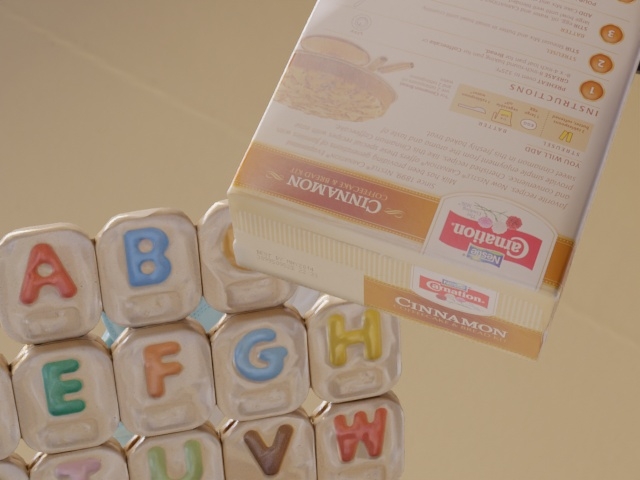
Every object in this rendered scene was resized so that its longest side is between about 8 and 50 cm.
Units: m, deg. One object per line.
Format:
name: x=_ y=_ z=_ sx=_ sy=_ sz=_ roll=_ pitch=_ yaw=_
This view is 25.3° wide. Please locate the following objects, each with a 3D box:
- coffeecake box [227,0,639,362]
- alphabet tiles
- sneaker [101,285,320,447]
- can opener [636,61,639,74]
coffeecake box: x=0.059 y=-0.058 z=0.636 sx=0.142 sy=0.068 sz=0.186 roll=18 pitch=-117 yaw=11
alphabet tiles: x=-0.088 y=0.110 z=0.840 sx=0.284 sy=0.278 sz=0.021 roll=-8 pitch=-152 yaw=-10
sneaker: x=-0.115 y=0.055 z=1.271 sx=0.150 sy=0.366 sz=0.135 roll=19 pitch=-158 yaw=-35
can opener: x=0.350 y=-0.185 z=1.468 sx=0.186 sy=0.059 sz=0.073 roll=27 pitch=-171 yaw=8
